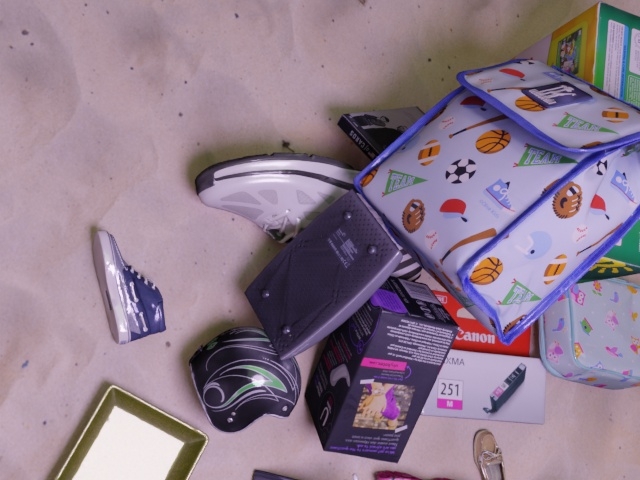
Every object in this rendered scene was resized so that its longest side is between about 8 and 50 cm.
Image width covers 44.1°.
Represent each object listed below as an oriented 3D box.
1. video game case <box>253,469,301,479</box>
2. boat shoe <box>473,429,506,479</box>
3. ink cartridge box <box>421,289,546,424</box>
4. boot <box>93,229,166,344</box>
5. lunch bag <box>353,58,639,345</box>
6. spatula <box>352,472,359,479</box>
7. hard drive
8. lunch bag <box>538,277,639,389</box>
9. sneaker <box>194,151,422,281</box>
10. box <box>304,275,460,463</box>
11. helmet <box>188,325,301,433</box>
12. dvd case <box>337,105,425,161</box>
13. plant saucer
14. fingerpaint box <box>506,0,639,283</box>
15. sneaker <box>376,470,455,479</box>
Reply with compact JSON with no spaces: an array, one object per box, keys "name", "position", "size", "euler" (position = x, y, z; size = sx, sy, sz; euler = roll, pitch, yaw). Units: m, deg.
[{"name":"video game case","position":[-0.053,0.528,1.269],"size":[0.026,0.196,0.275],"euler":[31,67,-54]},{"name":"boat shoe","position":[0.328,0.437,1.499],"size":[0.056,0.048,0.153],"euler":[-1,81,-22]},{"name":"ink cartridge box","position":[0.308,0.224,1.524],"size":[0.275,0.060,0.239],"euler":[9,79,-20]},{"name":"boot","position":[-0.315,0.070,1.306],"size":[0.086,0.069,0.190],"euler":[-13,94,-30]},{"name":"lunch bag","position":[0.297,-0.101,1.217],"size":[0.385,0.328,0.239],"euler":[-40,132,0]},{"name":"spatula","position":[0.094,0.483,1.284],"size":[0.019,0.242,0.168],"euler":[-21,48,1]},{"name":"hard drive","position":[0.006,0.058,1.266],"size":[0.254,0.172,0.054],"euler":[-44,141,11]},{"name":"lunch bag","position":[0.560,0.176,1.586],"size":[0.279,0.108,0.224],"euler":[14,64,-30]},{"name":"sneaker","position":[0.001,0.000,1.380],"size":[0.447,0.169,0.258],"euler":[5,77,-23]},{"name":"box","position":[0.095,0.208,1.322],"size":[0.143,0.165,0.271],"euler":[15,110,-19]},{"name":"helmet","position":[-0.116,0.223,1.294],"size":[0.161,0.169,0.170],"euler":[-23,90,-2]},{"name":"dvd case","position":[0.164,-0.176,1.463],"size":[0.238,0.030,0.179],"euler":[-15,57,-48]},{"name":"plant saucer","position":[-0.304,0.356,1.266],"size":[0.188,0.045,0.188],"euler":[32,71,-13]},{"name":"fingerpaint box","position":[0.444,-0.146,1.471],"size":[0.163,0.371,0.445],"euler":[13,76,-18]},{"name":"sneaker","position":[0.212,0.489,1.424],"size":[0.252,0.103,0.111],"euler":[12,81,-13]}]
